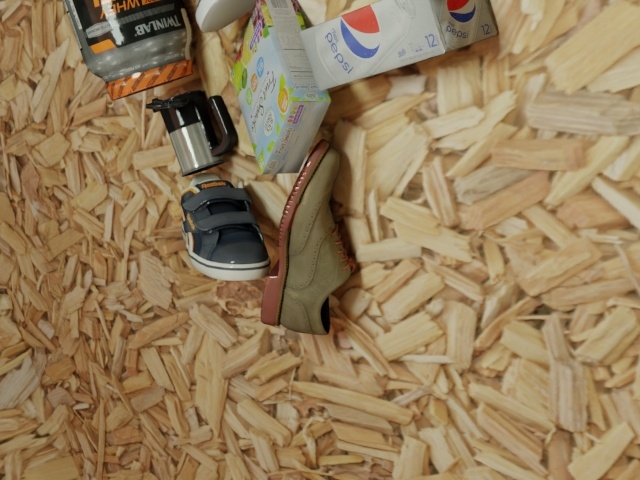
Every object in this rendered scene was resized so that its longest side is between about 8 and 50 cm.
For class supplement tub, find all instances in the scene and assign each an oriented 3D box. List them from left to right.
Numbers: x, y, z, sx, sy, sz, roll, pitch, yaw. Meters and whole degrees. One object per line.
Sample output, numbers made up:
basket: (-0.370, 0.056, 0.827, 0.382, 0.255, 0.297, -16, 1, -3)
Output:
supplement tub: (-0.334, -0.408, 2.046, 0.193, 0.193, 0.316, -7, 105, 56)

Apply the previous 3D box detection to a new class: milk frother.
milk frother: (-0.233, -0.184, 2.086, 0.129, 0.143, 0.135, -20, 90, 50)

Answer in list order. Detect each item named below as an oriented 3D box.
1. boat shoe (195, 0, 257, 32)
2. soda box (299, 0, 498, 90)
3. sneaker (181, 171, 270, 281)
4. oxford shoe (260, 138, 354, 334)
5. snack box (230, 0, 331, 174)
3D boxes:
boat shoe: (-0.125, -0.436, 1.810, 0.102, 0.108, 0.301, 56, 144, 15)
soda box: (0.095, -0.274, 1.603, 0.286, 0.098, 0.091, -6, 105, 57)
sneaker: (-0.172, -0.029, 2.059, 0.321, 0.126, 0.128, -141, 51, -62)
oxford shoe: (0.000, 0.000, 1.932, 0.130, 0.123, 0.348, 18, 125, 7)
snack box: (-0.064, -0.232, 1.827, 0.174, 0.070, 0.207, 117, 142, -50)
